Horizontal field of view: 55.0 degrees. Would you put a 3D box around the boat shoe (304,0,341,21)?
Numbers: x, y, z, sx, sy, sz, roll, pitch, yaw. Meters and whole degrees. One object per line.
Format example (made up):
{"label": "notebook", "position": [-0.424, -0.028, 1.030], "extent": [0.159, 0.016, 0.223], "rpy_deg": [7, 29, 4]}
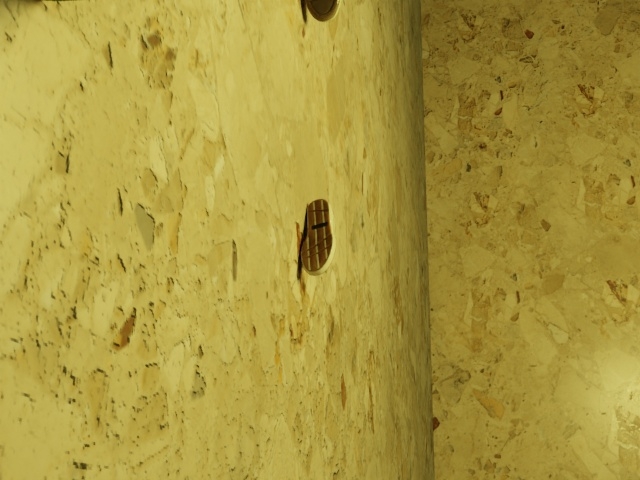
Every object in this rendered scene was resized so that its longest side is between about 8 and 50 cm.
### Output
{"label": "boat shoe", "position": [0.001, -0.447, 1.003], "extent": [0.072, 0.068, 0.189], "rpy_deg": [-31, 116, -86]}

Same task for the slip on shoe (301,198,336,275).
{"label": "slip on shoe", "position": [0.000, 0.000, 0.905], "extent": [0.041, 0.052, 0.135], "rpy_deg": [64, 18, -48]}
